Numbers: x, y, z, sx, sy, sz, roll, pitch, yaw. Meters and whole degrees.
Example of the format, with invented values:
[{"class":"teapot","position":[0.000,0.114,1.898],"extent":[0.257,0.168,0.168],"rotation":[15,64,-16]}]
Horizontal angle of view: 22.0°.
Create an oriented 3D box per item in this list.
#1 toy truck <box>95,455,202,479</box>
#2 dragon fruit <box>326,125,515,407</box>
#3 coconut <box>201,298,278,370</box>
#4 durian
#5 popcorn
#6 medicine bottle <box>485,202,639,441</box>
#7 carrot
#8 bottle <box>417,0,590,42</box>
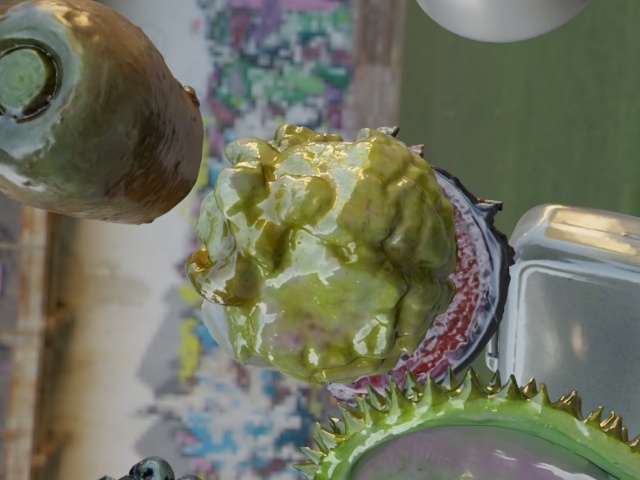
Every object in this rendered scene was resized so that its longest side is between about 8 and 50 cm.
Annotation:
[{"class":"toy truck","position":[-0.137,0.307,1.549],"extent":[0.108,0.256,0.140],"rotation":[-22,-50,-61]},{"class":"dragon fruit","position":[0.097,0.026,1.873],"extent":[0.100,0.282,0.344],"rotation":[-50,-49,-55]},{"class":"coconut","position":[-0.066,0.081,2.017],"extent":[0.161,0.161,0.162],"rotation":[95,-158,-44]},{"class":"durian","position":[0.152,0.197,1.162],"extent":[0.157,0.355,0.170],"rotation":[116,176,-69]},{"class":"popcorn","position":[0.000,0.000,1.458],"extent":[0.212,0.259,0.259],"rotation":[-84,-2,-60]},{"class":"medicine bottle","position":[0.353,0.123,2.097],"extent":[0.375,0.282,0.123],"rotation":[86,-158,-44]},{"class":"carrot","position":[-0.250,-0.129,1.738],"extent":[0.340,0.224,0.224],"rotation":[37,-125,-72]},{"class":"bottle","position":[0.107,-0.248,1.067],"extent":[0.236,0.147,0.148],"rotation":[61,-152,-60]}]
